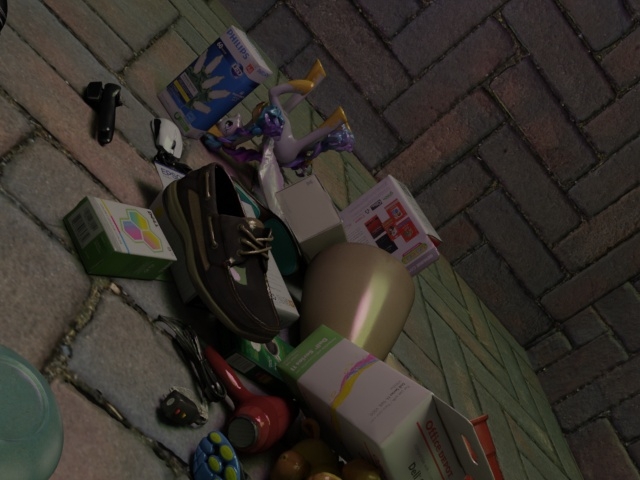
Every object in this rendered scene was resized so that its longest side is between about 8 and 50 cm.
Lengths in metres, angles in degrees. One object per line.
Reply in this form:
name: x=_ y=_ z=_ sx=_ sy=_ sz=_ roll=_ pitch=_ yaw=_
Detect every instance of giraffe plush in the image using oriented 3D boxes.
giraffe plush: x=-0.002 y=0.369 z=1.039 sx=0.210 sy=0.181 sz=0.170 roll=21 pitch=15 yaw=-46

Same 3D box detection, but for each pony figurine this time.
pony figurine: x=-0.101 y=-0.249 z=1.789 sx=0.303 sy=0.363 sz=0.351 roll=-105 pitch=169 yaw=-67

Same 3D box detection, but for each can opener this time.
can opener: x=-0.424 y=-0.253 z=1.354 sx=0.059 sy=0.073 sz=0.186 roll=92 pitch=-14 yaw=-47

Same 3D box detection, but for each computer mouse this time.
computer mouse: x=-0.334 y=-0.219 z=1.518 sx=0.106 sy=0.042 sz=0.193 roll=34 pitch=25 yaw=-44

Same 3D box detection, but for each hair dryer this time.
hair dryer: x=-0.129 y=0.231 z=1.082 sx=0.293 sy=0.080 sz=0.223 roll=41 pitch=21 yaw=-34

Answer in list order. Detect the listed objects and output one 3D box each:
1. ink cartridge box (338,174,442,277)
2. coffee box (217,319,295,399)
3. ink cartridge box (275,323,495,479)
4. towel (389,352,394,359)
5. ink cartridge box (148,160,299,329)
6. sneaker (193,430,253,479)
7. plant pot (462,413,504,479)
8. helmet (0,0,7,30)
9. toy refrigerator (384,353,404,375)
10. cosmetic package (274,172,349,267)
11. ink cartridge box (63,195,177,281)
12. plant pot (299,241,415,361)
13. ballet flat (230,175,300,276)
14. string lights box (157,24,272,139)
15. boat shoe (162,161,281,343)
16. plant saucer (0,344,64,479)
ink cartridge box: x=0.152 y=0.031 z=1.830 sx=0.130 sy=0.309 sz=0.272 roll=21 pitch=36 yaw=-60
coffee box: x=-0.109 y=0.209 z=1.246 sx=0.184 sy=0.040 sz=0.113 roll=40 pitch=22 yaw=-35
ink cartridge box: x=0.098 y=0.299 z=1.079 sx=0.353 sy=0.119 sz=0.207 roll=24 pitch=-33 yaw=52
towel: x=0.150 y=0.302 z=1.771 sx=0.152 sy=0.023 sz=0.113 roll=42 pitch=19 yaw=-31
ink cartridge box: x=-0.199 y=0.017 z=1.360 sx=0.303 sy=0.072 sz=0.307 roll=24 pitch=31 yaw=-53
sneaker: x=-0.113 y=0.352 z=0.935 sx=0.188 sy=0.067 sz=0.078 roll=55 pitch=-4 yaw=14
plant pot: x=0.239 y=0.495 z=1.248 sx=0.272 sy=0.272 sz=0.265 roll=18 pitch=46 yaw=-62
helmet: x=-0.562 y=-0.371 z=1.025 sx=0.169 sy=0.169 sz=0.161 roll=48 pitch=1 yaw=-14
toy refrigerator: x=0.176 y=0.389 z=1.487 sx=0.269 sy=0.102 sz=0.094 roll=56 pitch=17 yaw=-6
cosmetic package: x=0.000 y=0.000 z=1.648 sx=0.160 sy=0.113 sz=0.309 roll=62 pitch=-3 yaw=33
ink cartridge box: x=-0.305 y=0.002 z=1.114 sx=0.109 sy=0.062 sz=0.209 roll=58 pitch=17 yaw=20
plant pot: x=0.057 y=0.184 z=1.447 sx=0.256 sy=0.256 sz=0.274 roll=47 pitch=33 yaw=-17
ballet flat: x=-0.138 y=-0.041 z=1.595 sx=0.280 sy=0.095 sz=0.096 roll=53 pitch=8 yaw=0
string lights box: x=-0.259 y=-0.383 z=1.671 sx=0.133 sy=0.259 sz=0.077 roll=55 pitch=17 yaw=11
boat shoe: x=-0.156 y=0.008 z=1.171 sx=0.132 sy=0.130 sz=0.355 roll=12 pitch=42 yaw=-60
plant saucer: x=-0.342 y=0.174 z=0.717 sx=0.195 sy=0.037 sz=0.195 roll=45 pitch=19 yaw=-20
